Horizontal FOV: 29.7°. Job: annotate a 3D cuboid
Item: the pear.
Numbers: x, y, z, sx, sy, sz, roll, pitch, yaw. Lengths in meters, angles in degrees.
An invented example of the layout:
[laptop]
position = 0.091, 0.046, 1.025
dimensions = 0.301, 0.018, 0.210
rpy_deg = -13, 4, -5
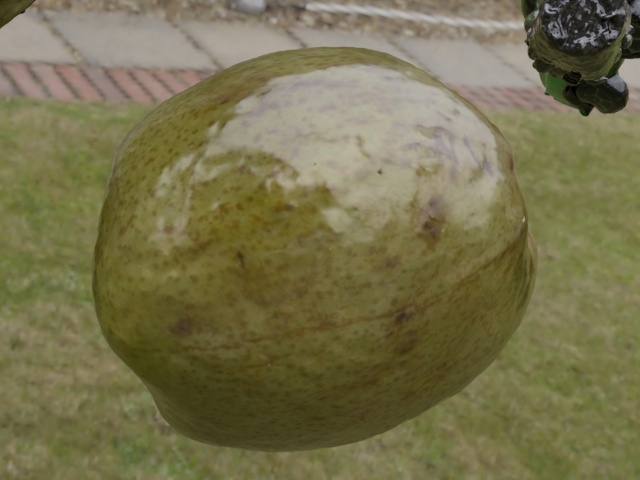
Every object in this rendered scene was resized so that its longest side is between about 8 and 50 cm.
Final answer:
[pear]
position = 0.000, 0.000, 0.605
dimensions = 0.211, 0.188, 0.228
rpy_deg = -11, 19, 2

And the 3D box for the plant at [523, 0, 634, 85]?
[plant]
position = 0.223, -0.182, 1.031
dimensions = 0.095, 0.092, 0.143
rpy_deg = 18, 5, 5

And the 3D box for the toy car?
[toy car]
position = 0.320, -0.309, 1.412
dimensions = 0.177, 0.358, 0.213
rpy_deg = 17, 70, 6

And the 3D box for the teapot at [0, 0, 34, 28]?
[teapot]
position = -0.229, -0.190, 0.617
dimensions = 0.173, 0.269, 0.182
rpy_deg = 18, -23, 51
